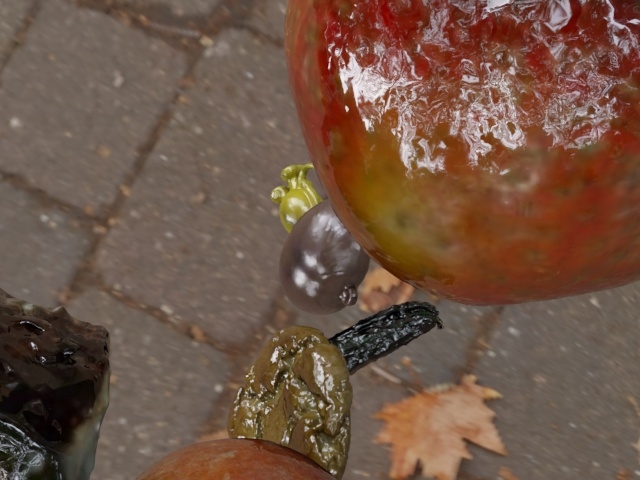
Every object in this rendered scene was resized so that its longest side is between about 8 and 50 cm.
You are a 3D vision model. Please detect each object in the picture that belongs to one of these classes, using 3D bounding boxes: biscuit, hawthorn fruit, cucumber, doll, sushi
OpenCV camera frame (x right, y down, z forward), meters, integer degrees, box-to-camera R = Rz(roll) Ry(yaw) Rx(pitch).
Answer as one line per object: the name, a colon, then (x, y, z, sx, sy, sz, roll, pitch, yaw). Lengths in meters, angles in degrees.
biscuit: (-0.036, 0.188, 1.628, 0.226, 0.042, 0.226, -31, 54, 55)
hawthorn fruit: (0.173, -0.122, 1.316, 0.403, 0.403, 0.402, -5, 76, 20)
cucumber: (0.045, 0.109, 1.752, 0.181, 0.053, 0.053, -25, 68, -16)
doll: (0.004, -0.007, 1.847, 0.145, 0.096, 0.188, -36, 55, 50)
sushi: (-0.339, 0.165, 1.425, 0.294, 0.299, 0.281, 17, 93, -7)

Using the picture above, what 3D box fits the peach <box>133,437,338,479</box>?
peach: (-0.067, 0.292, 1.434, 0.252, 0.252, 0.252, -5, 76, 20)
